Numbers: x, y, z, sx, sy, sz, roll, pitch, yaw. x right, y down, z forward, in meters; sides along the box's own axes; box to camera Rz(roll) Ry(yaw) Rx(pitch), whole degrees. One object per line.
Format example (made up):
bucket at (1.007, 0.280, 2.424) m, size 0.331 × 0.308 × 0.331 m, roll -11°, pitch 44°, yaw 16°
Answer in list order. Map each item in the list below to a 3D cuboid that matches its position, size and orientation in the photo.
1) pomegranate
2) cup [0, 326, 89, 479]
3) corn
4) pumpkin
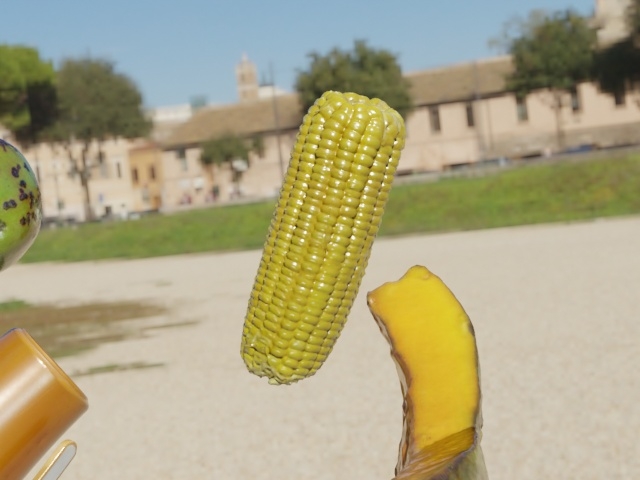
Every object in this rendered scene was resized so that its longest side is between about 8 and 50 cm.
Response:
pomegranate at (-0.391, -0.029, 1.426) m, size 0.159 × 0.159 × 0.205 m, roll -4°, pitch 26°, yaw 48°
cup at (-0.391, 0.244, 1.540) m, size 0.264 × 0.182 × 0.226 m, roll -43°, pitch 54°, yaw -11°
corn at (0.000, 0.000, 1.545) m, size 0.131 × 0.345 × 0.131 m, roll 16°, pitch 10°, yaw -3°
pumpkin at (0.062, 0.178, 0.786) m, size 0.095 × 0.258 × 0.290 m, roll -2°, pitch 25°, yaw 4°
